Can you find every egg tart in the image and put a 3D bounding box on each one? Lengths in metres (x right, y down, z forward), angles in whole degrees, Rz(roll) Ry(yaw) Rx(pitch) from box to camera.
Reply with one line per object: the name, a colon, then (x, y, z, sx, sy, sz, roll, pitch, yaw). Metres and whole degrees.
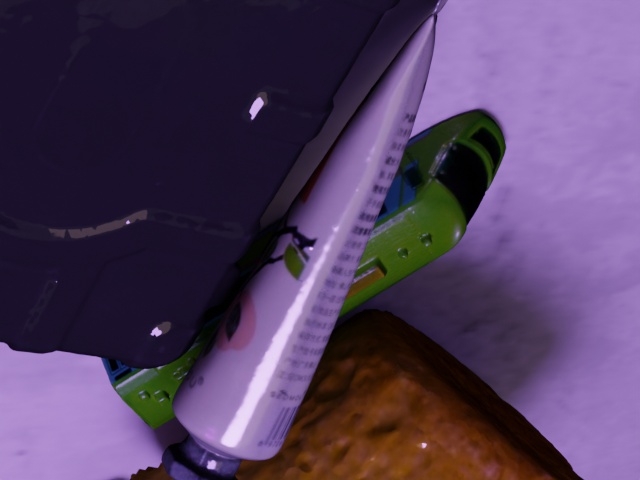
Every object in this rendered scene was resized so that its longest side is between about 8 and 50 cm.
egg tart: (0.025, 0.140, 0.810, 0.171, 0.215, 0.215, -49, 133, 6)

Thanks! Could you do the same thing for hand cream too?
hand cream: (0.000, 0.000, 0.712, 0.050, 0.080, 0.234, 27, 100, 0)

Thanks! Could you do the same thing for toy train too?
toy train: (-0.001, 0.014, 0.786, 0.209, 0.042, 0.044, -32, 137, 5)

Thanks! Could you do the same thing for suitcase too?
suitcase: (-0.084, -0.078, 0.643, 0.206, 0.066, 0.285, 13, 124, -34)
